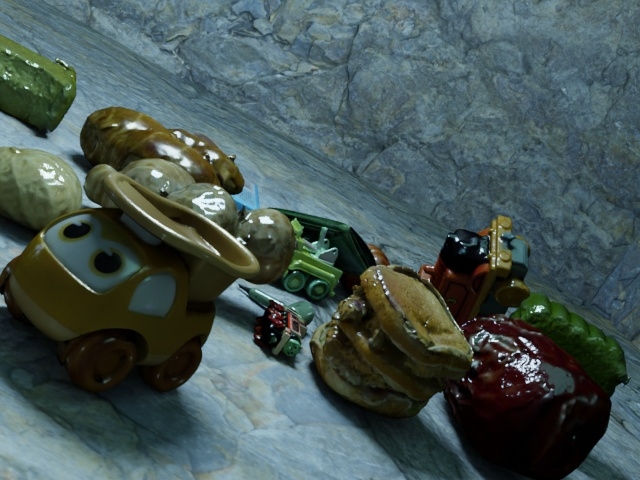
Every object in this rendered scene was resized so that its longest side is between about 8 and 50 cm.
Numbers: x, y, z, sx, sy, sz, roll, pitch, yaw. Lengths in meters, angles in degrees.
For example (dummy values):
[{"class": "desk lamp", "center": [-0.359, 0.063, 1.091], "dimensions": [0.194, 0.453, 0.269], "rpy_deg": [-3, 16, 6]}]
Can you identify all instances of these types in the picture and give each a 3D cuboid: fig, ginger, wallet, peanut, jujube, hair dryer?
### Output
[{"class": "fig", "center": [0.096, 0.071, 2.092], "dimensions": [0.128, 0.128, 0.150], "rpy_deg": [34, -14, 8]}, {"class": "ginger", "center": [-0.302, -0.140, 1.822], "dimensions": [0.274, 0.152, 0.357], "rpy_deg": [12, 20, -43]}, {"class": "ginger", "center": [-0.235, -0.034, 1.568], "dimensions": [0.375, 0.176, 0.256], "rpy_deg": [26, 20, 22]}, {"class": "wallet", "center": [-0.002, 0.002, 1.994], "dimensions": [0.236, 0.055, 0.160], "rpy_deg": [12, -33, 38]}, {"class": "peanut", "center": [-0.436, -0.080, 1.401], "dimensions": [0.159, 0.109, 0.140], "rpy_deg": [34, 12, 2]}, {"class": "jujube", "center": [0.351, 0.267, 1.646], "dimensions": [0.258, 0.258, 0.377], "rpy_deg": [26, 18, -24]}, {"class": "hair dryer", "center": [-0.087, 0.110, 1.667], "dimensions": [0.150, 0.047, 0.071], "rpy_deg": [29, 12, 17]}]

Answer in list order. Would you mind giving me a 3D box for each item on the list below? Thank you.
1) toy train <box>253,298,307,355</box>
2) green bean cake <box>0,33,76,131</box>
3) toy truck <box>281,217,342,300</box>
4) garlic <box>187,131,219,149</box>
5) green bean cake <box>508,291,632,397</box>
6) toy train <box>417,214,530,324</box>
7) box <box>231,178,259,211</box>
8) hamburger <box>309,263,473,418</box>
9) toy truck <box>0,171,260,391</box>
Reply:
[{"class": "toy train", "center": [-0.064, 0.151, 1.541], "dimensions": [0.087, 0.050, 0.138], "rpy_deg": [33, 12, -11]}, {"class": "green bean cake", "center": [-0.622, -0.328, 1.878], "dimensions": [0.236, 0.124, 0.233], "rpy_deg": [27, 12, -22]}, {"class": "toy truck", "center": [-0.075, 0.012, 1.857], "dimensions": [0.259, 0.135, 0.128], "rpy_deg": [20, 16, -30]}, {"class": "garlic", "center": [-0.311, -0.204, 2.247], "dimensions": [0.198, 0.090, 0.128], "rpy_deg": [21, 28, -56]}, {"class": "green bean cake", "center": [0.465, 0.265, 1.891], "dimensions": [0.247, 0.250, 0.156], "rpy_deg": [32, 13, 6]}, {"class": "toy train", "center": [0.326, 0.109, 2.057], "dimensions": [0.231, 0.369, 0.163], "rpy_deg": [12, 47, -2]}, {"class": "box", "center": [-0.216, -0.095, 2.051], "dimensions": [0.142, 0.083, 0.232], "rpy_deg": [29, 14, -14]}, {"class": "hamburger", "center": [0.120, 0.171, 1.530], "dimensions": [0.245, 0.211, 0.260], "rpy_deg": [38, 17, -7]}, {"class": "toy truck", "center": [-0.231, 0.054, 1.150], "dimensions": [0.204, 0.212, 0.288], "rpy_deg": [38, 10, 32]}]
